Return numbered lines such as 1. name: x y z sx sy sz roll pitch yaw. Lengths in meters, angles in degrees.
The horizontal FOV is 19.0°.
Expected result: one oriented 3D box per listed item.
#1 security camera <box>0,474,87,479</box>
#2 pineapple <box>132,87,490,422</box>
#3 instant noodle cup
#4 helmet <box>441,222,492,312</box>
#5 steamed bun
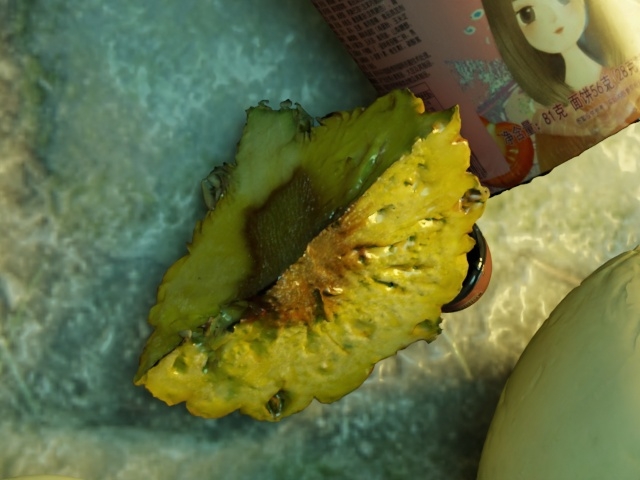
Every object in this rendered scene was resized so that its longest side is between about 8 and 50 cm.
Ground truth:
1. security camera: -0.179 0.215 1.064 0.236 0.194 0.195 5 82 -17
2. pineapple: -0.004 0.004 1.183 0.250 0.164 0.140 -46 127 6
3. instant noodle cup: 0.105 -0.169 1.168 0.243 0.243 0.231 -35 100 -16
4. helmet: 0.080 0.011 1.230 0.065 0.049 0.084 -29 62 14
5. steamed bun: 0.212 0.179 1.109 0.233 0.312 0.334 -39 57 15
